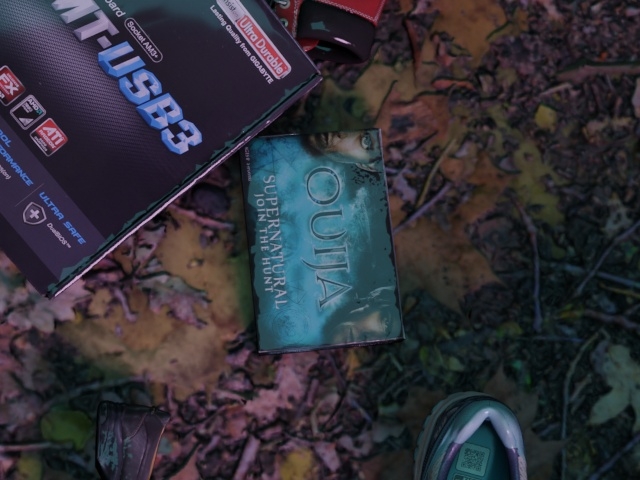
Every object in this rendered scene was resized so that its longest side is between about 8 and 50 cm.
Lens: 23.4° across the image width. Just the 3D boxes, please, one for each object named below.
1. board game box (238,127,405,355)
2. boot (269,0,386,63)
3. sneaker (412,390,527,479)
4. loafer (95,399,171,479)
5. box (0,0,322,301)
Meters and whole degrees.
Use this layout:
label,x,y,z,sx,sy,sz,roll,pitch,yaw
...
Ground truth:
label,x,y,z,sx,sy,sz,roll,pitch,yaw
board game box,0.000,0.000,1.312,0.126,0.026,0.186,-5,79,-5
boot,-0.049,-0.253,1.333,0.244,0.088,0.176,24,79,-3
sneaker,0.107,0.256,1.219,0.110,0.122,0.283,5,78,-4
loafer,-0.151,0.214,1.241,0.061,0.062,0.170,2,79,-9
box,-0.201,-0.155,1.246,0.293,0.073,0.295,-38,102,-2
